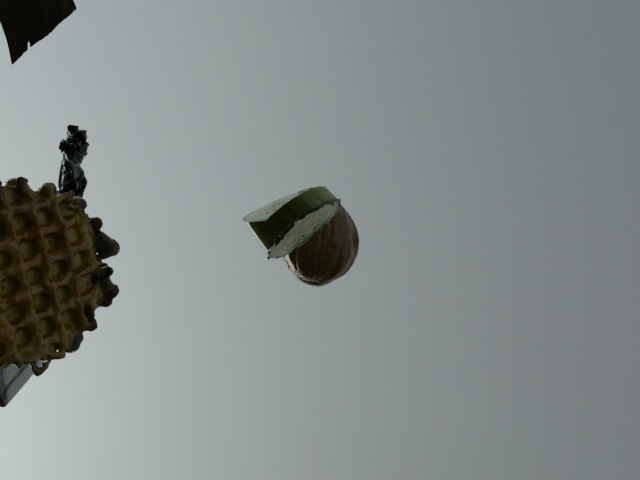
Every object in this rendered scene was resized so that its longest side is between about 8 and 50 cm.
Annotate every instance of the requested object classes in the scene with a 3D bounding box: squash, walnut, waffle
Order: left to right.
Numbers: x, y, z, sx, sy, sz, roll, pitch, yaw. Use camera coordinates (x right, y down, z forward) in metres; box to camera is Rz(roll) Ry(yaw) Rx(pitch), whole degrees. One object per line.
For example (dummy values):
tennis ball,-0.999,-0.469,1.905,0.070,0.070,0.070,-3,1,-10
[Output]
waffle,-0.442,0.057,0.890,0.062,0.329,0.330,3,-60,30
squash,-0.061,-0.065,1.341,0.220,0.220,0.133,-38,-98,42
walnut,0.000,0.000,1.692,0.224,0.261,0.225,10,-16,3

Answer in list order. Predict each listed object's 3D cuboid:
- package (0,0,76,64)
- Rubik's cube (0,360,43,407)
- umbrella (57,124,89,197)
package,-0.360,-0.342,0.641,0.203,0.062,0.251,-4,-62,48
Rubik's cube,-0.719,0.119,1.278,0.305,0.301,0.304,30,-43,-2
umbrella,-0.817,-0.217,1.944,0.094,0.349,0.143,-3,-33,-3
